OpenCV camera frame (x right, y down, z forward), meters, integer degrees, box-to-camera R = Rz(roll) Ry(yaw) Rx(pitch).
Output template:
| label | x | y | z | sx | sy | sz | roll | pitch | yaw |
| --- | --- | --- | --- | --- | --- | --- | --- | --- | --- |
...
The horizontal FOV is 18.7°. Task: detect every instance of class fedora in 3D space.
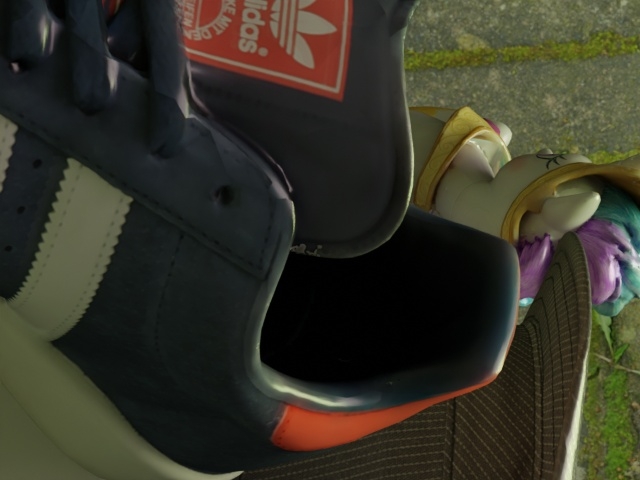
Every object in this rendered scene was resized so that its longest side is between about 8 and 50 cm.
| label | x | y | z | sx | sy | sz | roll | pitch | yaw |
| --- | --- | --- | --- | --- | --- | --- | --- | --- | --- |
| fedora | 0.020 | 0.128 | 0.717 | 0.244 | 0.124 | 0.275 | -79 | 175 | -75 |

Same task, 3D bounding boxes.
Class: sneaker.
| label | x | y | z | sx | sy | sz | roll | pitch | yaw |
| --- | --- | --- | --- | --- | --- | --- | --- | --- | --- |
| sneaker | -0.063 | -0.053 | 0.473 | 0.350 | 0.148 | 0.131 | 43 | 45 | -47 |

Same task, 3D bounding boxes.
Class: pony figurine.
| label | x | y | z | sx | sy | sz | roll | pitch | yaw |
| --- | --- | --- | --- | --- | --- | --- | --- | --- | --- |
| pony figurine | 0.000 | 0.000 | 1.116 | 0.363 | 0.351 | 0.303 | 35 | -24 | 56 |

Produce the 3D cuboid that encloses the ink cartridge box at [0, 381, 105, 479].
| label | x | y | z | sx | sy | sz | roll | pitch | yaw |
| --- | --- | --- | --- | --- | --- | --- | --- | --- | --- |
| ink cartridge box | -0.104 | 0.141 | 0.680 | 0.207 | 0.117 | 0.283 | 73 | 13 | -78 |
